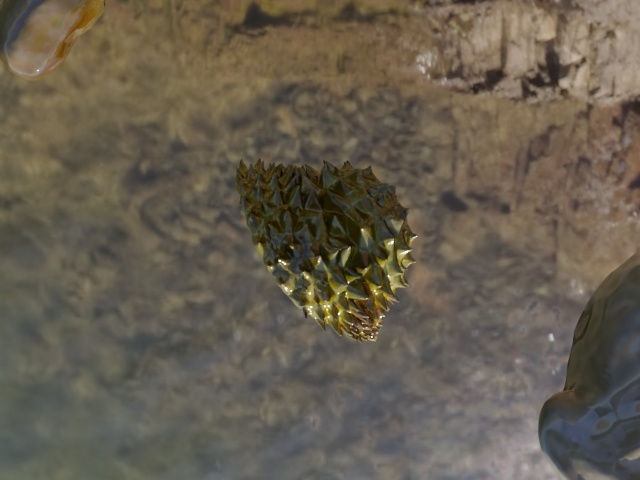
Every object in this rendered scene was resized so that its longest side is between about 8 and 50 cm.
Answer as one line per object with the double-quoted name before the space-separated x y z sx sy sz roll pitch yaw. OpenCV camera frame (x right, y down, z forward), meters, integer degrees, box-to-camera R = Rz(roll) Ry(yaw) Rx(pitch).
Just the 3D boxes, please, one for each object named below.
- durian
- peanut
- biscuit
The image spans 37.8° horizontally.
"durian" 0.000 0.002 0.896 0.165 0.182 0.132 2 160 -19
"peanut" 0.184 0.032 0.374 0.228 0.104 0.085 -22 171 -11
"biscuit" -0.162 -0.249 0.729 0.062 0.290 0.237 39 103 -25
